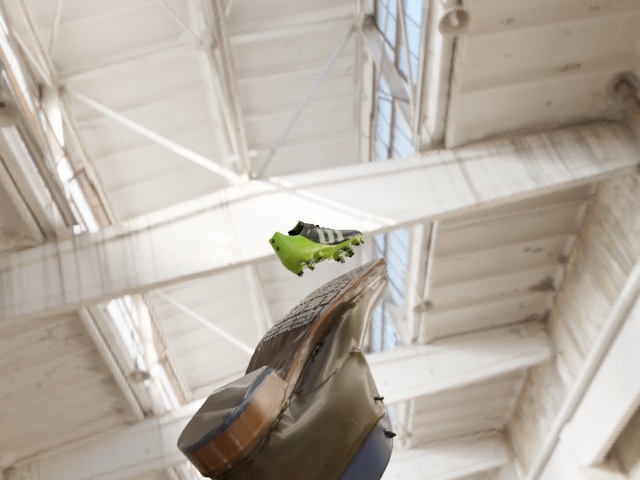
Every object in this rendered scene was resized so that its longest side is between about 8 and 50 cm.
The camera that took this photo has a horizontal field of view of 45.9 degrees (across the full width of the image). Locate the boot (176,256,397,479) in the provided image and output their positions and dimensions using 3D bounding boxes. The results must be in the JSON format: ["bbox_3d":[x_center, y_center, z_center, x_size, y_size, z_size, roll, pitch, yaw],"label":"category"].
[{"bbox_3d":[0.006,0.102,0.505,0.082,0.106,0.219,-28,11,44],"label":"boot"}]

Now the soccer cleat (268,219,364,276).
[{"bbox_3d":[0.000,0.000,1.056,0.060,0.072,0.179,-50,-20,30],"label":"soccer cleat"}]
